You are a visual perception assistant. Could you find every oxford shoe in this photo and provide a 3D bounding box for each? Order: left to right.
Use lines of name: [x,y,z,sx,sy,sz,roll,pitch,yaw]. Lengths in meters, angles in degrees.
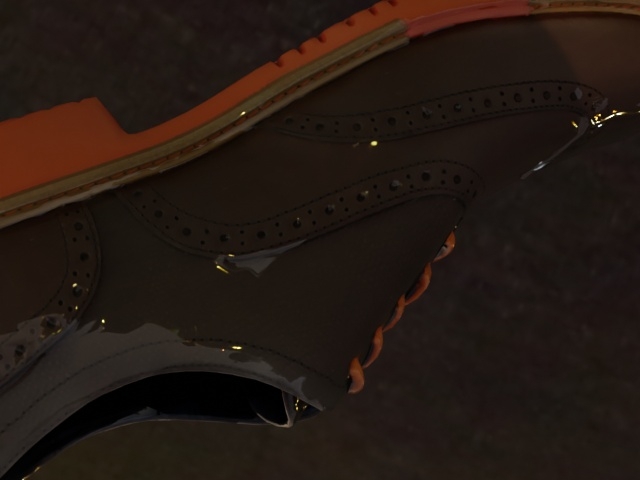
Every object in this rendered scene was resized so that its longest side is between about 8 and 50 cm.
oxford shoe: [0.000,0.000,0.421,0.097,0.271,0.098,114,133,-69]
